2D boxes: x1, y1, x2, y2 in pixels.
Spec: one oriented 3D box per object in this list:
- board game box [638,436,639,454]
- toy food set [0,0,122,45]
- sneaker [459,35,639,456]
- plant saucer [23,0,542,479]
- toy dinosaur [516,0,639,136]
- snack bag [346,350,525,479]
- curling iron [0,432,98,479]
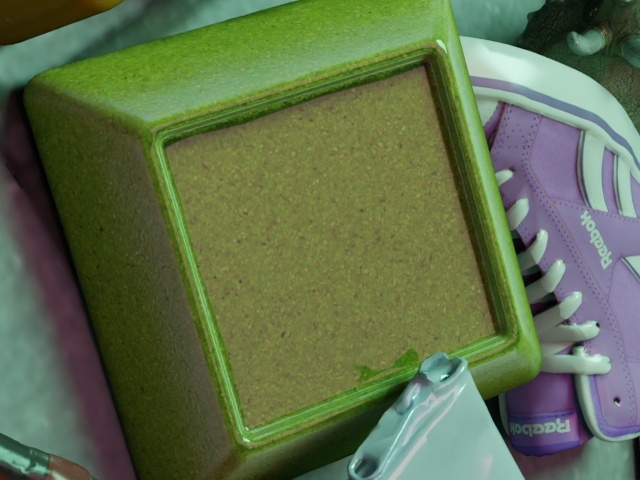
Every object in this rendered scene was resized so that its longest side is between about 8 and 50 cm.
[{"bbox_3d":[0.301,0.109,0.967,0.305,0.053,0.193,5,80,-47],"label":"board game box"},{"bbox_3d":[-0.126,-0.189,0.516,0.111,0.104,0.232,-11,91,-48],"label":"toy food set"},{"bbox_3d":[0.103,0.016,0.738,0.282,0.102,0.161,29,66,-41],"label":"sneaker"},{"bbox_3d":[0.000,0.000,0.607,0.188,0.045,0.188,-19,99,-21],"label":"plant saucer"},{"bbox_3d":[0.199,-0.083,0.847,0.313,0.121,0.160,39,57,-43],"label":"toy dinosaur"},{"bbox_3d":[0.023,0.268,0.597,0.323,0.037,0.342,-47,121,-27],"label":"snack bag"},{"bbox_3d":[-0.099,0.108,0.548,0.274,0.035,0.068,34,64,-38],"label":"curling iron"}]
